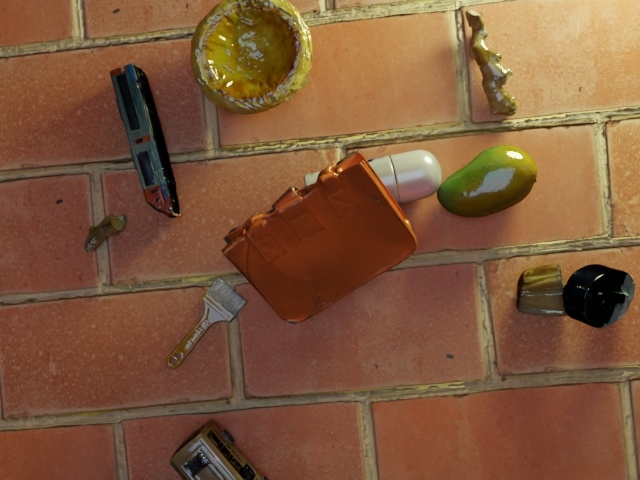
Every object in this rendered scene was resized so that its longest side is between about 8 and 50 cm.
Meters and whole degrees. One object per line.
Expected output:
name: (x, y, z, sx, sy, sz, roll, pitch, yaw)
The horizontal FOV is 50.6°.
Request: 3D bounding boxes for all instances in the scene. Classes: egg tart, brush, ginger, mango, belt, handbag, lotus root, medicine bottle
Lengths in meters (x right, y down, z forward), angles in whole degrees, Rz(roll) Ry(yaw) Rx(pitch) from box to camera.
egg tart: (-0.172, -0.472, 1.734, 0.319, 0.128, 0.319, 0, 92, 2)
brush: (-0.318, 0.233, 1.797, 0.103, 0.013, 0.272, 40, 93, 3)
ginger: (0.435, -0.452, 1.726, 0.089, 0.075, 0.288, -17, 94, 26)
mango: (0.420, -0.141, 1.704, 0.251, 0.114, 0.156, -29, 96, 2)
belt: (0.690, 0.138, 1.670, 0.198, 0.078, 0.151, -8, 106, -30)
handbag: (0.000, 0.000, 1.650, 0.410, 0.116, 0.303, -32, 114, 14)
ginger: (-0.577, -0.026, 1.798, 0.137, 0.044, 0.057, -37, 106, 4)
lotus root: (0.565, 0.117, 1.715, 0.135, 0.095, 0.159, -4, 129, 13)
medicine bottle: (0.137, -0.141, 1.712, 0.341, 0.130, 0.130, -12, 89, 4)

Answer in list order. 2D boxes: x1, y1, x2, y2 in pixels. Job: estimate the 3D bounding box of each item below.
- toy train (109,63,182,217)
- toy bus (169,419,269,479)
toy train: (-0.456, -0.249, 1.769, 0.089, 0.086, 0.409, -15, 89, 4)
toy bus: (-0.242, 0.613, 1.720, 0.139, 0.157, 0.289, -40, 88, 3)
